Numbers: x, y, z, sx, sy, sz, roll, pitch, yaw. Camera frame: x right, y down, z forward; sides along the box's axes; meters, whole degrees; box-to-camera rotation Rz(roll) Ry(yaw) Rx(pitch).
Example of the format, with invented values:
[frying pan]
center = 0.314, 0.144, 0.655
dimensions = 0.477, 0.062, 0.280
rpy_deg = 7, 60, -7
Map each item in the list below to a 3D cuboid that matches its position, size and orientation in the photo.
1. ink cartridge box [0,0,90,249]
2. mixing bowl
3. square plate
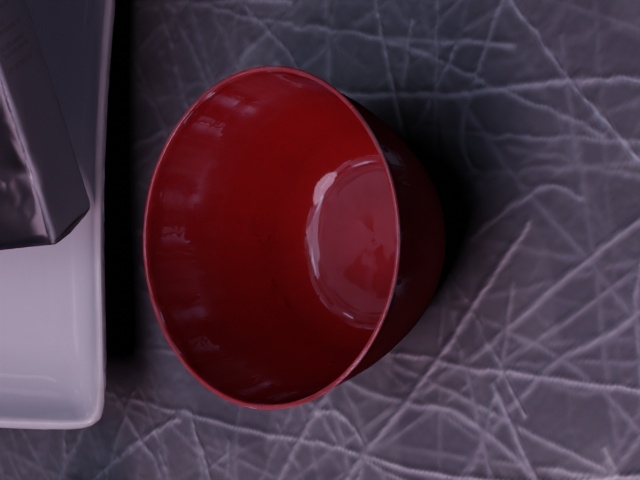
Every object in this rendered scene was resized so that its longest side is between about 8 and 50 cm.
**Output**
[ink cartridge box]
center = -0.270, -0.164, 1.149
dimensions = 0.176, 0.069, 0.371
rpy_deg = -7, 110, 21
[mixing bowl]
center = 0.000, 0.000, 1.079
dimensions = 0.181, 0.098, 0.181
rpy_deg = -2, 87, 40
[square plate]
center = -0.281, -0.049, 1.292
dimensions = 0.347, 0.049, 0.344
rpy_deg = -2, 81, 22
